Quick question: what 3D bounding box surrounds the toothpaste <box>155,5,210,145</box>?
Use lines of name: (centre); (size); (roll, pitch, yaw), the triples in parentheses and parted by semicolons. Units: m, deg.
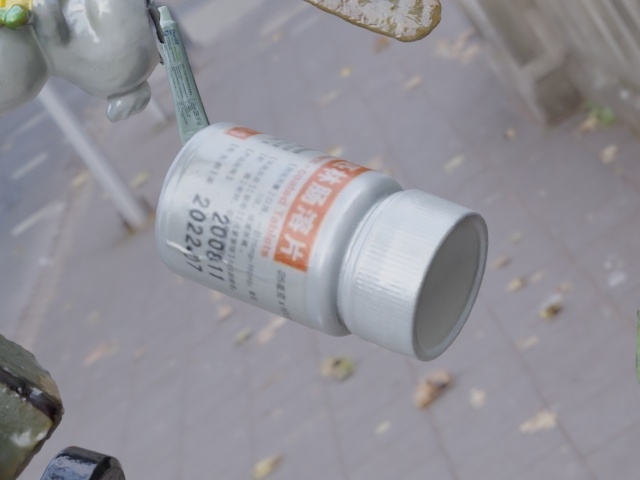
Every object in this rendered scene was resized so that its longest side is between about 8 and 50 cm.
toothpaste: (-0.194, -0.227, 2.521); (0.048, 0.197, 0.029); (-12, 9, 17)

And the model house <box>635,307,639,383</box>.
model house: (0.340, 0.116, 1.382); (0.195, 0.189, 0.214); (-14, -10, -2)

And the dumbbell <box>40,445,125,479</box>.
dumbbell: (-0.328, 0.273, 1.901); (0.218, 0.152, 0.152); (13, 31, 14)

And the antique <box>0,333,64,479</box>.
antique: (-0.433, 0.138, 2.032); (0.125, 0.284, 0.150); (-51, 19, 4)

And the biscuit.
biscuit: (0.040, -0.224, 1.654); (0.018, 0.147, 0.071); (101, -166, -59)

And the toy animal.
toy animal: (-0.345, -0.223, 2.190); (0.310, 0.247, 0.183); (-22, 44, -7)

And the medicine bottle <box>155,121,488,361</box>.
medicine bottle: (0.000, 0.000, 2.234); (0.371, 0.211, 0.211); (19, 44, 26)
